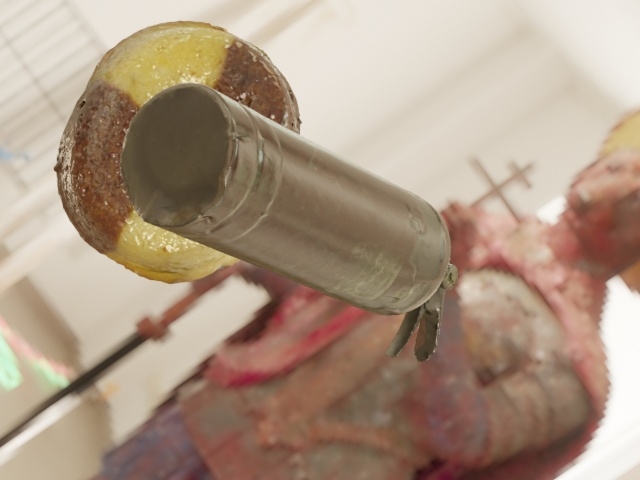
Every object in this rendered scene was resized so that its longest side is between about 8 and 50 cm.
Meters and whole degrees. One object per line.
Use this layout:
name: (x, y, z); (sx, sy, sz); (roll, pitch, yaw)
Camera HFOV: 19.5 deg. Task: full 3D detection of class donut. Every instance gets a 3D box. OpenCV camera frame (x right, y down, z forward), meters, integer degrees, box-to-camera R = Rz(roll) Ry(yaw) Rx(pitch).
donut: (-0.094, -0.065, 1.272); (0.166, 0.184, 0.073); (39, -8, -2)

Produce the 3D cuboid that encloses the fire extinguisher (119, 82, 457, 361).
fire extinguisher: (0.000, 0.000, 0.972); (0.072, 0.089, 0.268); (16, -5, 36)
